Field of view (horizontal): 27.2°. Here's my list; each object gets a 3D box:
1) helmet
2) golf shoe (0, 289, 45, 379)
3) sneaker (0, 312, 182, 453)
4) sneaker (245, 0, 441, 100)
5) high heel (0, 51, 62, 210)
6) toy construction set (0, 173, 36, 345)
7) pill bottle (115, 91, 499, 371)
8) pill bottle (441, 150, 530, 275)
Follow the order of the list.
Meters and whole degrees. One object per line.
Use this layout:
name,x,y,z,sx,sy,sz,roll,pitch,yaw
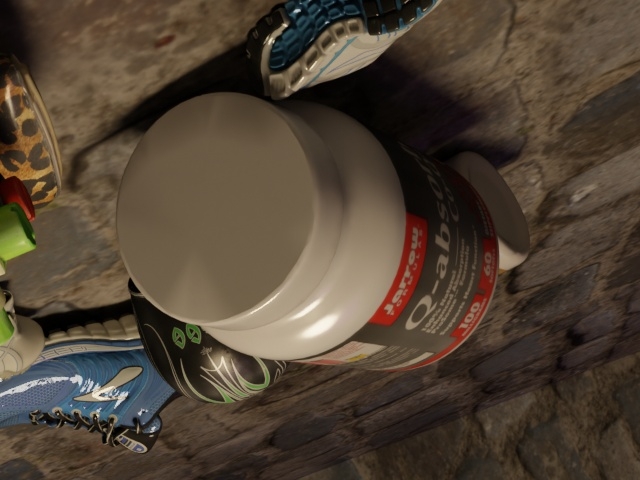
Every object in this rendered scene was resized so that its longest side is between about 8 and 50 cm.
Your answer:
helmet,-0.098,0.081,1.298,0.169,0.161,0.169,-26,-161,9
golf shoe,-0.305,0.082,1.245,0.086,0.069,0.176,-41,162,18
sneaker,-0.234,0.162,1.400,0.330,0.147,0.130,-16,171,-16
sneaker,0.034,-0.162,0.925,0.190,0.071,0.083,-26,171,41
high heel,-0.269,-0.039,0.860,0.186,0.093,0.261,-20,171,-20
toy construction set,-0.232,-0.023,0.677,0.151,0.328,0.215,-8,-156,-7
pill bottle,0.000,0.000,1.108,0.210,0.210,0.363,-28,162,20
pill bottle,0.093,0.014,1.395,0.229,0.131,0.131,-31,161,27
